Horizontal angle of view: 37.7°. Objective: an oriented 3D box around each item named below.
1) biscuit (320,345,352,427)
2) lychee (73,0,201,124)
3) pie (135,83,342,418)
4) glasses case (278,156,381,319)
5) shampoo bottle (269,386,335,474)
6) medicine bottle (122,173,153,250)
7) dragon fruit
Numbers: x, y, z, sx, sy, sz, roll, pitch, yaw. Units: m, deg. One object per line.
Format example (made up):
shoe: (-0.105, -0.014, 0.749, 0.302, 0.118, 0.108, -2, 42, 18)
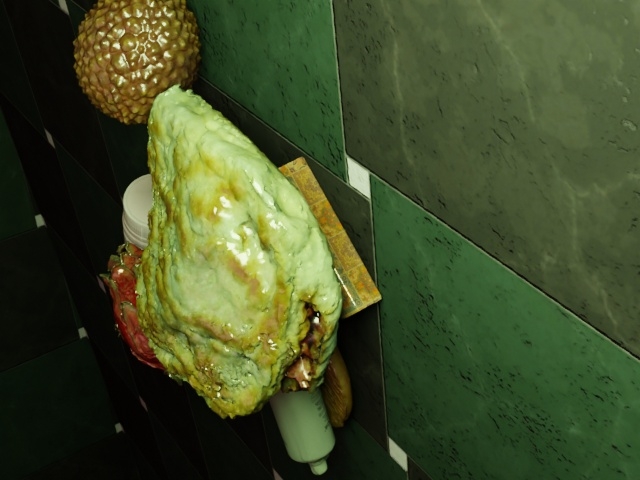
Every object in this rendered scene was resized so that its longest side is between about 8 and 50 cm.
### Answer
biscuit: (-0.025, 0.185, 1.533, 0.262, 0.037, 0.262, 44, 150, 34)
lychee: (-0.265, -0.268, 1.355, 0.200, 0.200, 0.238, 61, 152, 4)
pie: (-0.132, 0.017, 1.268, 0.395, 0.180, 0.418, 28, 128, 47)
glasses case: (0.000, 0.000, 1.270, 0.218, 0.049, 0.075, 61, 156, 4)
shampoo bottle: (-0.034, 0.265, 1.484, 0.085, 0.085, 0.262, 25, 137, 54)
medicine bottle: (-0.311, -0.006, 1.791, 0.133, 0.133, 0.250, 52, 156, 22)
dragon fruit: (-0.251, 0.117, 1.647, 0.298, 0.244, 0.244, 28, 150, 4)
